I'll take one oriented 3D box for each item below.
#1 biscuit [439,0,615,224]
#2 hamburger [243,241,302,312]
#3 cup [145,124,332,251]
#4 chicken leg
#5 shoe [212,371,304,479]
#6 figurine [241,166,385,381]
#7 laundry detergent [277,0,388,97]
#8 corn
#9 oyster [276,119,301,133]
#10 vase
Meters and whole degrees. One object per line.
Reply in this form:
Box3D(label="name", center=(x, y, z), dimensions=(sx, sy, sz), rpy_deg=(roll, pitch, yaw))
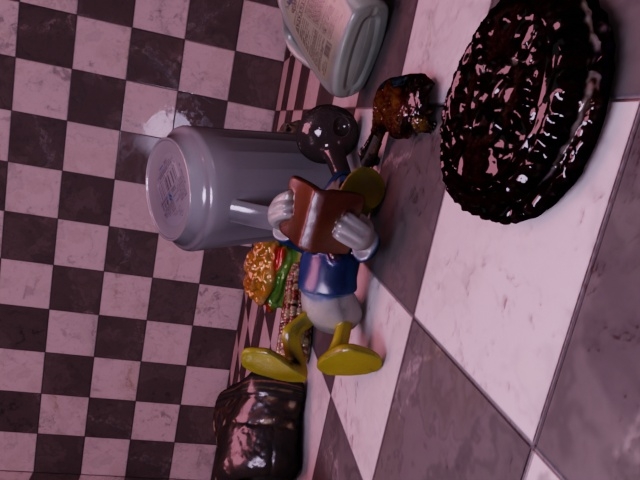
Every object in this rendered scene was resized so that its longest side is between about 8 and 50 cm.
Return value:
Box3D(label="biscuit", center=(0.156, -0.108, 0.420), dimensions=(0.194, 0.053, 0.194), rpy_deg=(-171, 90, -77))
Box3D(label="hamburger", center=(-0.122, 0.072, 1.332), dimensions=(0.237, 0.149, 0.236), rpy_deg=(-172, 90, -76))
Box3D(label="cup", center=(-0.135, -0.089, 1.025), dimensions=(0.323, 0.327, 0.236), rpy_deg=(33, 118, 41))
Box3D(label="chicken leg", center=(0.101, -0.169, 0.729), dimensions=(0.253, 0.051, 0.105), rpy_deg=(144, 128, -77))
Box3D(label="shoe", center=(-0.150, 0.439, 1.140), dimensions=(0.384, 0.172, 0.237), rpy_deg=(133, 148, -56))
Box3D(label="figurine", center=(0.000, 0.000, 0.758), dimensions=(0.283, 0.205, 0.338), rpy_deg=(75, -159, -45))
Box3D(label="laundry detergent", center=(-0.009, -0.420, 0.960), dimensions=(0.280, 0.105, 0.214), rpy_deg=(49, 146, 25))
Box3D(label="corn", center=(-0.052, 0.161, 1.129), dimensions=(0.079, 0.080, 0.237), rpy_deg=(119, 158, -58))
Box3D(label="oyster", center=(-0.093, -0.222, 1.292), dimensions=(0.081, 0.191, 0.163), rpy_deg=(41, 136, 46))
Box3D(label="vase", center=(0.024, -0.164, 0.951), dimensions=(0.120, 0.120, 0.182), rpy_deg=(114, 146, -51))
